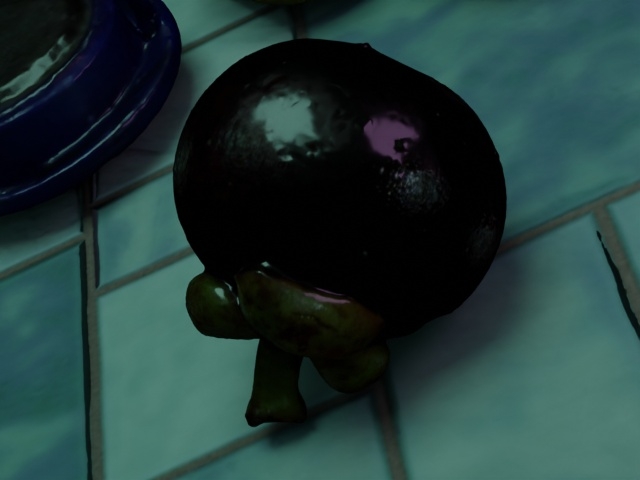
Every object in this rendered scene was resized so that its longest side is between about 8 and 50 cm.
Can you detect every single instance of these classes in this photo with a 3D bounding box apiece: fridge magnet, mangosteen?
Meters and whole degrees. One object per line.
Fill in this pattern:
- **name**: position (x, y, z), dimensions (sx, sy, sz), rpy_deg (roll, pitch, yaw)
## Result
- **fridge magnet**: position (-0.238, -0.123, 1.567), dimensions (0.265, 0.113, 0.265), rpy_deg (-20, 39, 17)
- **mangosteen**: position (0.000, 0.000, 1.186), dimensions (0.211, 0.211, 0.250), rpy_deg (23, 92, 49)

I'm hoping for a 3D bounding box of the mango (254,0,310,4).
- **mango**: position (-0.044, -0.282, 1.604), dimensions (0.167, 0.130, 0.262), rpy_deg (-34, 30, -16)
